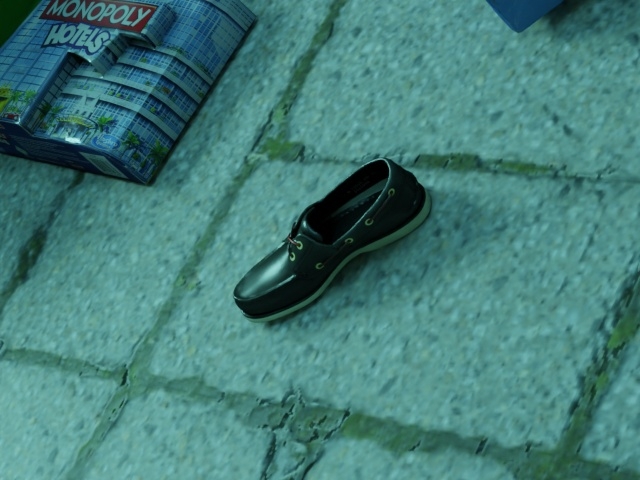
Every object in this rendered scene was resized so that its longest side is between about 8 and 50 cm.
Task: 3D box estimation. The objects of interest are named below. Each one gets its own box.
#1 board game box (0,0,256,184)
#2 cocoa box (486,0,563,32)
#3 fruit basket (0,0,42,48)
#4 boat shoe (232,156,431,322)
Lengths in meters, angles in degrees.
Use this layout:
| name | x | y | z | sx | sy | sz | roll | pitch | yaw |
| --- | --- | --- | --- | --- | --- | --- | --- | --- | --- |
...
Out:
| name | x | y | z | sx | sy | sz | roll | pitch | yaw |
| --- | --- | --- | --- | --- | --- | --- | --- | --- | --- |
| board game box | -0.145 | -0.144 | 1.321 | 0.194 | 0.060 | 0.194 | 12 | 66 | 48 |
| cocoa box | 0.162 | -0.340 | 1.069 | 0.347 | 0.228 | 0.231 | -36 | 37 | 13 |
| fruit basket | -0.425 | -0.215 | 1.459 | 0.392 | 0.283 | 0.392 | -12 | 56 | 19 |
| boat shoe | 0.000 | -0.001 | 1.073 | 0.133 | 0.042 | 0.049 | -35 | 41 | 17 |
